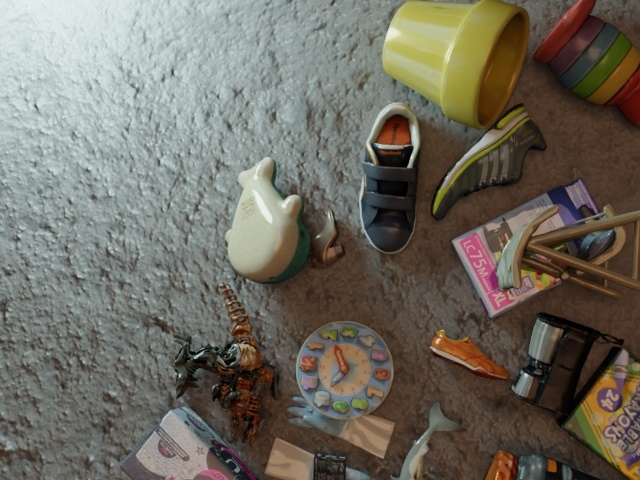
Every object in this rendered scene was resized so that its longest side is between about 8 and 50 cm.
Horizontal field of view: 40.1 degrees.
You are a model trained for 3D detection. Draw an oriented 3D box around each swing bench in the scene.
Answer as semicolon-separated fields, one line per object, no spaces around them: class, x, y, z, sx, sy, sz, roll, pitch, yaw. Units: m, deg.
swing bench;0.474;0.022;1.665;0.254;0.253;0.165;3;86;5

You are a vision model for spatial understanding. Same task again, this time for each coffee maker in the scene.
coffee maker;0.487;0.254;1.754;0.171;0.120;0.178;21;98;33

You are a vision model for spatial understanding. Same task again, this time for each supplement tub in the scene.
supplement tub;0.479;0.546;1.696;0.337;0.207;0.207;21;87;7

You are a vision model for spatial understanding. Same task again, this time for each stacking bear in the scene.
stacking bear;0.598;-0.350;1.803;0.289;0.175;0.164;38;87;1

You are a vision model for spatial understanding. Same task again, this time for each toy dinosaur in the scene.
toy dinosaur;-0.198;0.262;1.849;0.218;0.164;0.322;-3;65;-9

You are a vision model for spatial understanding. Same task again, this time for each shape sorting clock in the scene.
shape sorting clock;0.051;0.271;1.842;0.206;0.040;0.206;-1;77;5

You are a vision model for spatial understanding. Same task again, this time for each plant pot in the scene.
plant pot;0.270;-0.384;1.804;0.239;0.254;0.254;24;87;24

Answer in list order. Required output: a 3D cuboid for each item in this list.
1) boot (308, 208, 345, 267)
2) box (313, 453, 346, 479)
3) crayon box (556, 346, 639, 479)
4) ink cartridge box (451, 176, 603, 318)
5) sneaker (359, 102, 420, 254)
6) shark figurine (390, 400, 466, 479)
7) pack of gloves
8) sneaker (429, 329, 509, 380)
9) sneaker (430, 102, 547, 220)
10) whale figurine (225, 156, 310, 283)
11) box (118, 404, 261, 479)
boot;0.000;0.000;1.885;0.086;0.042;0.119;-17;76;12
box;0.019;0.488;1.820;0.067;0.018;0.083;3;97;10
crayon box;0.669;0.390;1.755;0.323;0.083;0.203;37;89;8
ink cartridge box;0.451;0.012;1.827;0.311;0.065;0.186;-27;83;1
sneaker;0.144;-0.132;1.840;0.126;0.127;0.321;2;86;5
shark figurine;0.188;0.474;1.793;0.166;0.116;0.278;4;93;-27
pack of gloves;0.017;0.437;1.837;0.232;0.046;0.195;18;86;8
sneaker;0.315;0.238;1.817;0.175;0.064;0.067;26;78;5
sneaker;0.350;-0.146;1.830;0.121;0.111;0.300;45;93;3
whale figurine;-0.105;-0.037;1.863;0.216;0.141;0.272;-29;57;32
box;-0.260;0.485;1.811;0.247;0.142;0.163;43;90;8
